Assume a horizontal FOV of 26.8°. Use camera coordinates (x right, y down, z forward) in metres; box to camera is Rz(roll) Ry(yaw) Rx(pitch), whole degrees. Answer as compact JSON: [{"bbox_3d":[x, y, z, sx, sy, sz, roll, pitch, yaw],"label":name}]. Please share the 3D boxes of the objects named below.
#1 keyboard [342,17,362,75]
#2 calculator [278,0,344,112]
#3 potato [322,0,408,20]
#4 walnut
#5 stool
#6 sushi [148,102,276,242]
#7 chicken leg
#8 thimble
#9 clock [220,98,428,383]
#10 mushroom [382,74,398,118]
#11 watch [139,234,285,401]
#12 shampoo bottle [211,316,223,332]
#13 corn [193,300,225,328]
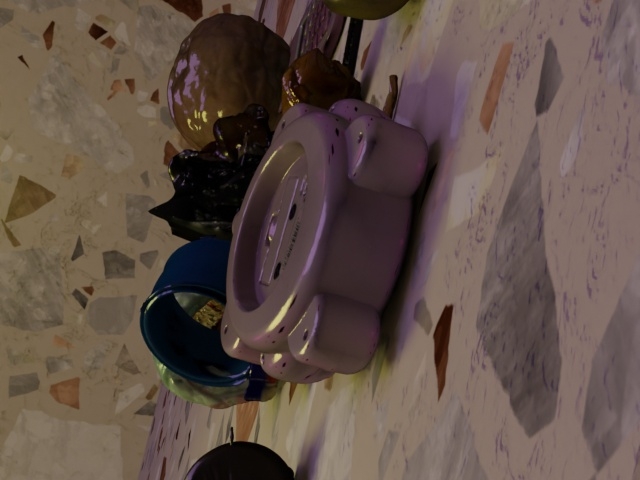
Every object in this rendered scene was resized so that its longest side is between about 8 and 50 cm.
[{"bbox_3d":[0.043,-0.287,1.886,0.060,0.018,0.195,118,163,-67],"label":"keyboard"},{"bbox_3d":[-0.001,-0.333,2.159,0.294,0.043,0.194,126,157,-59],"label":"calculator"},{"bbox_3d":[0.055,-0.334,1.543,0.200,0.137,0.154,-104,-1,-70],"label":"potato"},{"bbox_3d":[-0.154,-0.262,2.377,0.273,0.227,0.273,-172,90,-78],"label":"walnut"},{"bbox_3d":[-0.086,0.317,1.509,0.121,0.125,0.217,45,-141,-81],"label":"stool"},{"bbox_3d":[-0.096,-0.083,1.942,0.227,0.216,0.212,43,-117,-77],"label":"sushi"},{"bbox_3d":[-0.010,-0.123,1.737,0.087,0.107,0.251,-145,60,-62],"label":"chicken leg"},{"bbox_3d":[-0.134,0.116,1.840,0.149,0.185,0.211,-134,62,-78],"label":"thimble"},{"bbox_3d":[0.000,0.000,1.369,0.322,0.113,0.295,-173,100,-72],"label":"clock"},{"bbox_3d":[0.055,-0.048,1.470,0.026,0.028,0.286,26,-105,-56],"label":"mushroom"},{"bbox_3d":[-0.119,0.088,1.655,0.171,0.200,0.196,-59,-29,-58],"label":"watch"},{"bbox_3d":[-0.171,0.076,2.490,0.102,0.064,0.260,112,169,-60],"label":"shampoo bottle"},{"bbox_3d":[-0.209,0.104,2.349,0.290,0.098,0.098,-44,27,33],"label":"corn"}]
